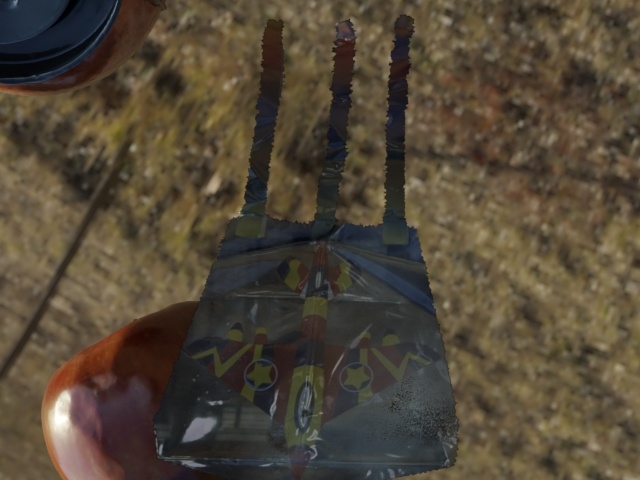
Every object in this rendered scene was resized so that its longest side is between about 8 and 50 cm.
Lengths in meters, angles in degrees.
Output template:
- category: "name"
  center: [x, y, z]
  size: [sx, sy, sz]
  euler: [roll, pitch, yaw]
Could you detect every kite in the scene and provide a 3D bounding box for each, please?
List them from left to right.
- category: "kite"
  center: [0.000, 0.001, 0.728]
  size: [0.141, 0.245, 0.015]
  euler: [2, 158, 9]

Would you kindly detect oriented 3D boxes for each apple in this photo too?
- category: "apple"
  center: [-0.140, 0.174, 1.430]
  size: [0.230, 0.230, 0.230]
  euler: [19, 148, 12]

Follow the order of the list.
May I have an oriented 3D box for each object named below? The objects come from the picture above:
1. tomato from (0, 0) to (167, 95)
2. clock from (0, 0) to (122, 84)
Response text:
- category: "tomato"
  center: [-0.267, -0.261, 1.387]
  size: [0.265, 0.265, 0.265]
  euler: [19, 148, 12]
- category: "clock"
  center: [-0.197, -0.177, 0.895]
  size: [0.184, 0.040, 0.184]
  euler: [7, 131, 8]
